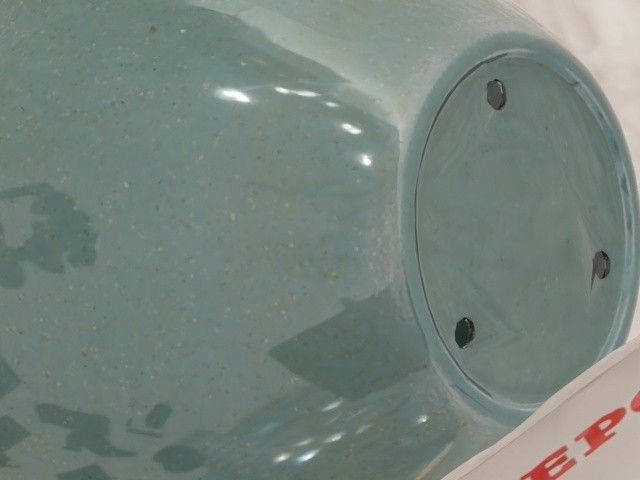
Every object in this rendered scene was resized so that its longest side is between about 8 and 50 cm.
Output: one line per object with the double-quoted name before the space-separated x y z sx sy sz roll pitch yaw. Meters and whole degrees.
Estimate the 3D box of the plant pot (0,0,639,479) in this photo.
"plant pot" 0.000 0.000 0.617 0.195 0.290 0.290 -4 111 44

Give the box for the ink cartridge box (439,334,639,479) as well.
"ink cartridge box" 0.074 0.136 0.286 0.117 0.201 0.278 52 -176 -15
